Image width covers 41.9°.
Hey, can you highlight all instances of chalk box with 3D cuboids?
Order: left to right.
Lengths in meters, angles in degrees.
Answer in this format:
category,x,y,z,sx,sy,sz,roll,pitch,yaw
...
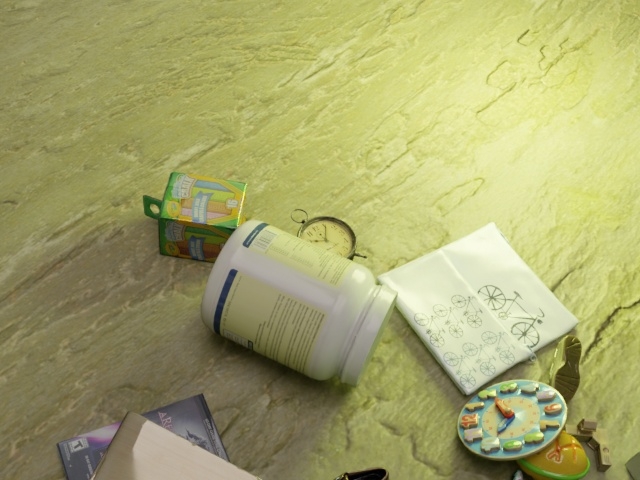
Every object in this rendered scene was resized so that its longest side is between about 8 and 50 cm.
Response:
category,x,y,z,sx,sy,sz,roll,pitch,yaw
chalk box,-0.270,-0.049,1.758,0.213,0.132,0.132,8,53,-1

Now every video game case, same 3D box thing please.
category,x,y,z,sx,sy,sz,roll,pitch,yaw
video game case,-0.306,0.402,1.483,0.274,0.026,0.196,-17,58,-19

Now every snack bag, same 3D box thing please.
category,x,y,z,sx,sy,sz,roll,pitch,yaw
snack bag,0.341,0.131,1.773,0.342,0.037,0.323,-23,60,-24

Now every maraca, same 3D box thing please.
category,x,y,z,sx,sy,sz,roll,pitch,yaw
maraca,0.406,0.390,1.553,0.185,0.099,0.127,20,23,30

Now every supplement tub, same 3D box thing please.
category,x,y,z,sx,sy,sz,roll,pitch,yaw
supplement tub,-0.038,0.123,1.597,0.324,0.235,0.235,24,54,9

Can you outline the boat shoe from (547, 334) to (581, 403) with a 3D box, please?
category,x,y,z,sx,sy,sz,roll,pitch,yaw
boat shoe,0.492,0.266,1.695,0.056,0.048,0.153,22,59,-7

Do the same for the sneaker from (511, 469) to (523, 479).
category,x,y,z,sx,sy,sz,roll,pitch,yaw
sneaker,0.378,0.474,1.524,0.069,0.038,0.098,16,62,1

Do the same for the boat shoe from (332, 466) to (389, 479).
category,x,y,z,sx,sy,sz,roll,pitch,yaw
boat shoe,0.039,0.442,1.476,0.183,0.066,0.066,-21,59,-22

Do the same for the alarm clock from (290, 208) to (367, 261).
category,x,y,z,sx,sy,sz,roll,pitch,yaw
alarm clock,0.000,0.000,1.803,0.129,0.064,0.192,-28,64,-25

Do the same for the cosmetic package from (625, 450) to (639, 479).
category,x,y,z,sx,sy,sz,roll,pitch,yaw
cosmetic package,0.680,0.482,1.532,0.117,0.085,0.231,-14,58,-19

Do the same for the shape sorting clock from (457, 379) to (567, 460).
category,x,y,z,sx,sy,sz,roll,pitch,yaw
shape sorting clock,0.355,0.330,1.559,0.206,0.040,0.206,-22,26,11

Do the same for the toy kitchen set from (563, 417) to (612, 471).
category,x,y,z,sx,sy,sz,roll,pitch,yaw
toy kitchen set,0.509,0.386,1.587,0.083,0.068,0.075,7,53,-2

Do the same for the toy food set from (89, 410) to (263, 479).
category,x,y,z,sx,sy,sz,roll,pitch,yaw
toy food set,-0.247,0.452,1.398,0.306,0.092,0.220,26,70,5
